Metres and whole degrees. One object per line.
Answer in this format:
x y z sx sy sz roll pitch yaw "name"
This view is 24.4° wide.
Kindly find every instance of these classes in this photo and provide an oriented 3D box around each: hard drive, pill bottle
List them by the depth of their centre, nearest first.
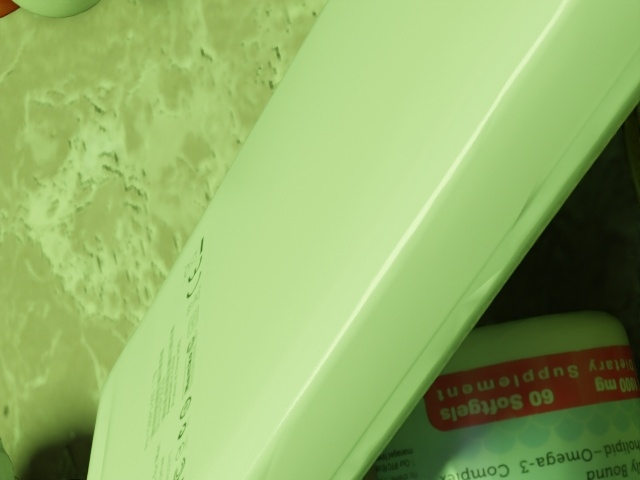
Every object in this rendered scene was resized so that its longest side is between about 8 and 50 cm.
0.068 0.107 0.455 0.087 0.087 0.160 -20 77 41 "pill bottle"
0.000 0.000 0.480 0.307 0.040 0.203 -57 18 27 "hard drive"

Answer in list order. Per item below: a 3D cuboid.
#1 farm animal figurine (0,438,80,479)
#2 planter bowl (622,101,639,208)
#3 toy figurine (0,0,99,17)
-0.265 0.252 0.677 0.327 0.172 0.330 -11 73 41 "farm animal figurine"
0.149 -0.045 0.378 0.217 0.090 0.217 0 90 44 "planter bowl"
-0.183 -0.195 0.608 0.148 0.213 0.209 7 90 55 "toy figurine"
